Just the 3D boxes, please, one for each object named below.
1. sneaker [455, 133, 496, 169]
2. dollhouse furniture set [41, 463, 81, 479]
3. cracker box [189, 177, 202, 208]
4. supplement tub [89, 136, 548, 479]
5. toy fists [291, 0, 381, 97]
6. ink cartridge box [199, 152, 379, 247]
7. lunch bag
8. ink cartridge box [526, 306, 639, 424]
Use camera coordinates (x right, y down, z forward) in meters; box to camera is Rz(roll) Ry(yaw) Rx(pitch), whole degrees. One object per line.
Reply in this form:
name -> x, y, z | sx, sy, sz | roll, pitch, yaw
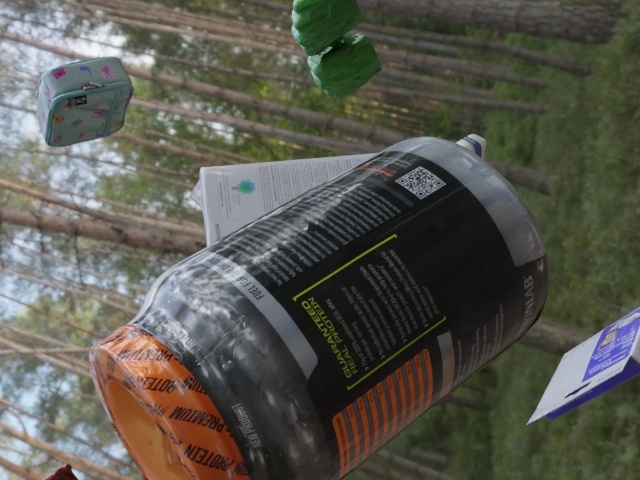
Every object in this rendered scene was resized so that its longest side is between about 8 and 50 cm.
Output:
sneaker -> 0.344, -0.095, 1.771 | 0.131, 0.112, 0.296 | -38, -47, -14
dollhouse furniture set -> -0.617, 0.504, 1.532 | 0.152, 0.201, 0.374 | -41, -41, 23
cracker box -> -0.153, -0.047, 1.756 | 0.155, 0.232, 0.067 | 13, -65, -54
supplement tub -> 0.005, 0.069, 0.655 | 0.338, 0.207, 0.207 | -30, -42, -29
toy fists -> 0.023, -0.420, 1.729 | 0.142, 0.096, 0.279 | -34, -38, -3
ink cartridge box -> 0.000, 0.000, 1.421 | 0.151, 0.395, 0.270 | 92, 170, -55
lunch bag -> -0.588, -0.344, 2.047 | 0.224, 0.108, 0.279 | -15, -14, -28
ink cartridge box -> 0.443, 0.208, 1.306 | 0.208, 0.045, 0.206 | -40, -5, -47
